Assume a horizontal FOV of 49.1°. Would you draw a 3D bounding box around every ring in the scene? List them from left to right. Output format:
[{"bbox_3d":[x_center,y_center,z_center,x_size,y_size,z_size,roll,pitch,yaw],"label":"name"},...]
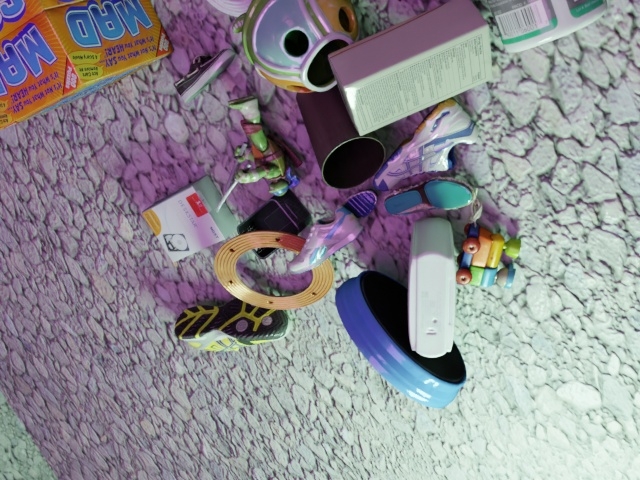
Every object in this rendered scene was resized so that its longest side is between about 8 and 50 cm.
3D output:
[{"bbox_3d":[-0.127,0.081,1.951,0.336,0.032,0.337,4,137,4],"label":"ring"}]

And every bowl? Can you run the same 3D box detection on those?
[{"bbox_3d":[0.206,0.229,1.729,0.391,0.391,0.077,43,110,0],"label":"bowl"}]

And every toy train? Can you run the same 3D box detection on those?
[{"bbox_3d":[0.413,0.001,1.671,0.143,0.105,0.248,12,119,7],"label":"toy train"}]

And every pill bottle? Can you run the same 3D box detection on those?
[{"bbox_3d":[0.383,-0.558,1.308,0.204,0.204,0.361,-14,109,33],"label":"pill bottle"}]

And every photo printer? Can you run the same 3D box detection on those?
[{"bbox_3d":[0.263,0.093,1.662,0.107,0.307,0.256,1,110,9],"label":"photo printer"}]

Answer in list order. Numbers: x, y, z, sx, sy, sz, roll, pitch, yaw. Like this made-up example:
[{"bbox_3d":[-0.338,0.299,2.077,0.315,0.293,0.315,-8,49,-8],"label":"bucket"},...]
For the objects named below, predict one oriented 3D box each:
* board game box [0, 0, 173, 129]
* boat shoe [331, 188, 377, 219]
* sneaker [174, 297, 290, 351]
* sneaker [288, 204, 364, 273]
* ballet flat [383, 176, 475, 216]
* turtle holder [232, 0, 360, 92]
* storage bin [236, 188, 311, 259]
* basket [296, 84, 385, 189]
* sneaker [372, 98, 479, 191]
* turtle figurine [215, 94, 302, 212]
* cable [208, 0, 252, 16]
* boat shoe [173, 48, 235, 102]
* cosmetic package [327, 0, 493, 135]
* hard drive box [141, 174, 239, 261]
[{"bbox_3d":[-0.675,-0.543,1.774,0.356,0.356,0.357,-15,108,33],"label":"board game box"},{"bbox_3d":[0.086,-0.086,1.806,0.066,0.066,0.183,48,132,-7],"label":"boat shoe"},{"bbox_3d":[-0.256,0.267,2.161,0.384,0.145,0.147,-3,146,26],"label":"sneaker"},{"bbox_3d":[0.000,0.000,1.796,0.228,0.087,0.092,-37,98,19],"label":"sneaker"},{"bbox_3d":[0.263,-0.115,1.690,0.240,0.077,0.091,-6,113,33],"label":"ballet flat"},{"bbox_3d":[-0.009,-0.463,1.515,0.320,0.243,0.227,-37,56,2],"label":"turtle holder"},{"bbox_3d":[-0.128,-0.045,1.931,0.180,0.084,0.122,-35,97,37],"label":"storage bin"},{"bbox_3d":[0.038,-0.266,1.630,0.154,0.204,0.227,-21,65,-3],"label":"basket"},{"bbox_3d":[0.243,-0.191,1.642,0.131,0.112,0.296,41,130,-5],"label":"sneaker"},{"bbox_3d":[-0.204,-0.224,1.805,0.274,0.198,0.267,-5,110,26],"label":"turtle figurine"},{"bbox_3d":[-0.180,-0.644,1.627,0.257,0.089,0.257,32,126,9],"label":"cable"},{"bbox_3d":[-0.307,-0.439,1.814,0.219,0.078,0.070,-30,101,38],"label":"boat shoe"},{"bbox_3d":[0.189,-0.360,1.454,0.309,0.113,0.160,-23,145,2],"label":"cosmetic package"},{"bbox_3d":[-0.382,-0.062,2.052,0.232,0.089,0.181,-23,104,34],"label":"hard drive box"}]
